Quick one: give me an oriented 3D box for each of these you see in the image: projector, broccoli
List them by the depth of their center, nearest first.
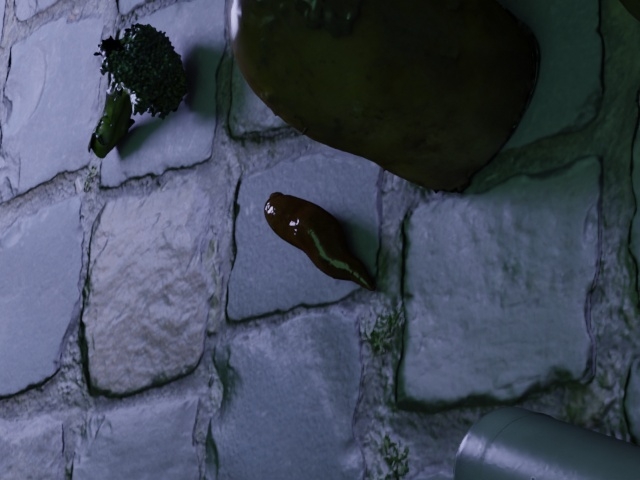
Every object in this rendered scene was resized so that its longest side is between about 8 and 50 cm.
[{"bbox_3d":[0.238,0.209,1.334,0.337,0.108,0.108,12,87,60],"label":"projector"},{"bbox_3d":[-0.232,-0.172,2.089,0.122,0.118,0.204,51,140,12],"label":"broccoli"}]

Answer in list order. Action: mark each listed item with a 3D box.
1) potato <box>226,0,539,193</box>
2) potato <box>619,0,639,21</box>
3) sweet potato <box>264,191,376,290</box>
[{"bbox_3d":[0.037,-0.190,1.627,0.229,0.266,0.229,-26,56,47],"label":"potato"},{"bbox_3d":[0.276,-0.233,1.481,0.172,0.089,0.100,13,90,50],"label":"potato"},{"bbox_3d":[0.000,0.000,1.775,0.195,0.056,0.056,45,113,41],"label":"sweet potato"}]
